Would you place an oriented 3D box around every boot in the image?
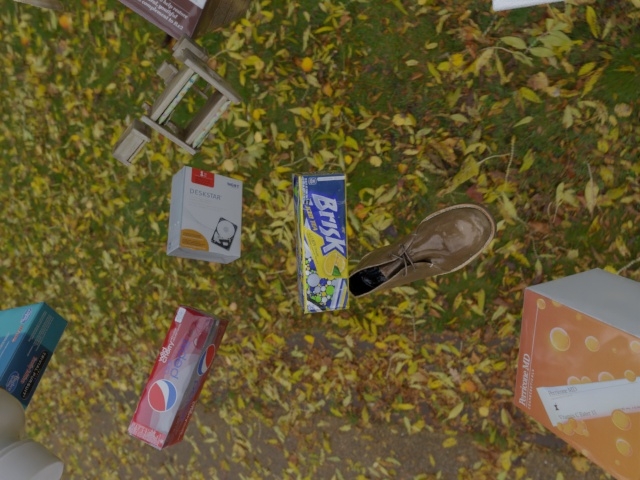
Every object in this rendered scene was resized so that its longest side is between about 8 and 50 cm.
[{"bbox_3d":[0.170,0.033,0.872,0.305,0.115,0.112,-31,88,40],"label":"boot"}]

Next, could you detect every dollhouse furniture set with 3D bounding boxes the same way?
[{"bbox_3d":[-0.224,-0.204,0.765,0.182,0.101,0.161,-44,35,16],"label":"dollhouse furniture set"}]

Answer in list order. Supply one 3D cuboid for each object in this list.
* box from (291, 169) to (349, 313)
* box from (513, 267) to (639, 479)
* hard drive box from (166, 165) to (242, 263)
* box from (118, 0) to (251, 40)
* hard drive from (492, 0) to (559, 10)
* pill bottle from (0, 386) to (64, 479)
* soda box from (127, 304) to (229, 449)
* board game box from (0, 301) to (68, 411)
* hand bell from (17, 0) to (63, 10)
[{"bbox_3d":[0.000,0.000,0.601,0.054,0.059,0.169,-137,44,-72],"label":"box"},{"bbox_3d":[0.456,0.201,0.648,0.345,0.168,0.215,-149,53,-61],"label":"box"},{"bbox_3d":[-0.318,-0.066,1.349,0.089,0.181,0.232,-24,62,49],"label":"hard drive box"},{"bbox_3d":[-0.249,-0.530,0.962,0.191,0.381,0.143,32,121,-10],"label":"box"},{"bbox_3d":[0.379,-0.429,0.627,0.307,0.040,0.203,11,119,39],"label":"hard drive"},{"bbox_3d":[-0.354,0.165,0.416,0.245,0.136,0.136,31,123,7],"label":"pill bottle"},{"bbox_3d":[-0.279,0.266,0.970,0.083,0.092,0.263,19,81,12],"label":"soda box"},{"bbox_3d":[-0.684,0.263,0.918,0.336,0.254,0.079,-11,133,15],"label":"board game box"},{"bbox_3d":[-0.541,-0.579,0.915,0.126,0.126,0.242,31,116,22],"label":"hand bell"}]
